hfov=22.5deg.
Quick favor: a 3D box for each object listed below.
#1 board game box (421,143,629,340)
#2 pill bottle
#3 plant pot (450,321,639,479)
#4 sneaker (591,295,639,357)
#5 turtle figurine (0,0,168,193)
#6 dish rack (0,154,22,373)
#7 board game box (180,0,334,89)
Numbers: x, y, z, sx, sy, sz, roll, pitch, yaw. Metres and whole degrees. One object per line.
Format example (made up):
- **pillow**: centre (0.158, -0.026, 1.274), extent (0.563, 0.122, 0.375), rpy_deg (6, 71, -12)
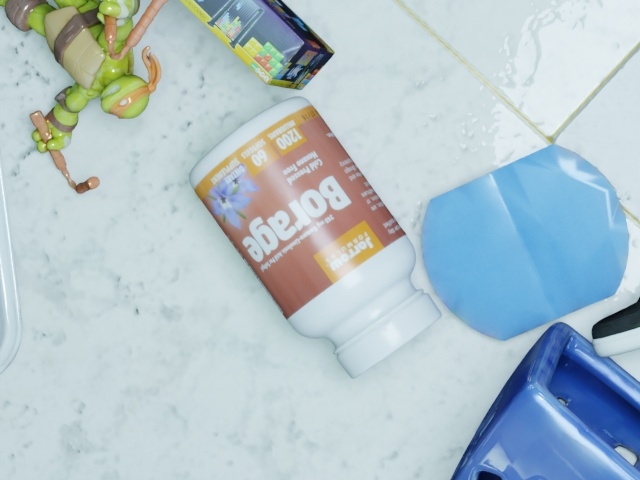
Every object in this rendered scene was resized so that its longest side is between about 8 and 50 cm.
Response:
- **board game box**: centre (0.170, 0.001, 1.327), extent (0.169, 0.033, 0.133), rpy_deg (-25, 94, 16)
- **pill bottle**: centre (0.000, 0.000, 1.311), extent (0.121, 0.121, 0.216), rpy_deg (-37, 86, 10)
- **plant pot**: centre (0.196, 0.231, 1.240), extent (0.236, 0.236, 0.212), rpy_deg (40, 106, 6)
- **sneaker**: centre (0.300, 0.003, 1.285), extent (0.217, 0.079, 0.121), rpy_deg (-23, 86, 2)
- **turtle figurine**: centre (-0.198, -0.181, 1.330), extent (0.217, 0.087, 0.269), rpy_deg (52, 143, 14)
- **dish rack**: centre (-0.442, 0.002, 1.418), extent (0.333, 0.072, 0.285), rpy_deg (-7, 91, 9)
- **board game box**: centre (-0.073, -0.198, 1.303), extent (0.170, 0.141, 0.048), rpy_deg (44, 99, 4)
